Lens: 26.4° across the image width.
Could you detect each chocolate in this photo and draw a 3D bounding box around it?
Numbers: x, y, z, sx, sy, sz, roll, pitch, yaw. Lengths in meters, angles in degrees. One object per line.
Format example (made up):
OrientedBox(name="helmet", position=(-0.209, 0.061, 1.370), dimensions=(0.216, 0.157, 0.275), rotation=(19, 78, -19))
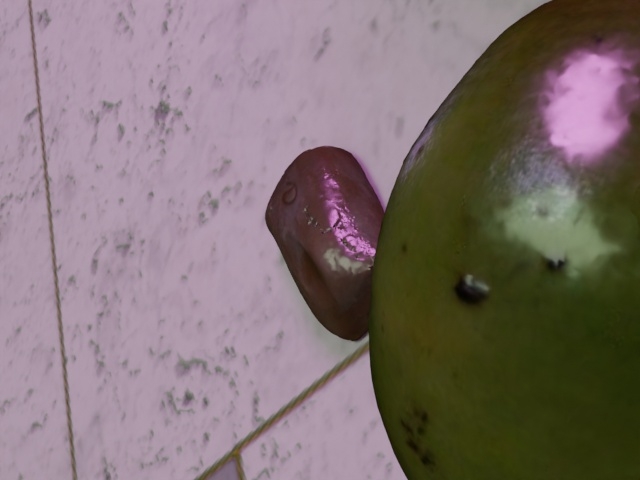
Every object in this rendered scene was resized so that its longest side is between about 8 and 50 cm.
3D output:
OrientedBox(name="chocolate", position=(0.000, 0.000, 0.645), dimensions=(0.064, 0.031, 0.101), rotation=(-55, 41, 30))

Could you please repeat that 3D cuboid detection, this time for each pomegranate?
OrientedBox(name="pomegranate", position=(0.118, 0.025, 0.387), dimensions=(0.209, 0.180, 0.180), rotation=(25, 97, 24))
